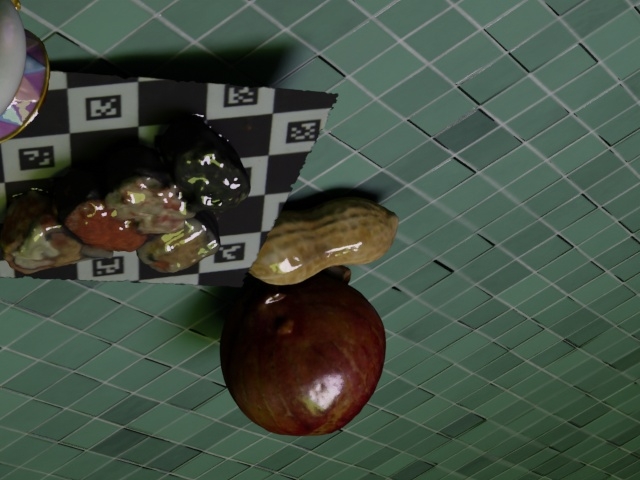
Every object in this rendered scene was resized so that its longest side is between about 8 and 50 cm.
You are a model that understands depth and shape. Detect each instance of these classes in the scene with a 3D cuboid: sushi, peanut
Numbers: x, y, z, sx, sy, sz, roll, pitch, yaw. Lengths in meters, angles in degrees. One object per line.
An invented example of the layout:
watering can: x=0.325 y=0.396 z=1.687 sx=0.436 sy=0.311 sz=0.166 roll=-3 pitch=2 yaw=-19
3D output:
sushi: x=-0.176 y=-0.024 z=1.599 sx=0.339 sy=0.069 sz=0.320 roll=3 pitch=143 yaw=-23
peanut: x=-0.001 y=0.001 z=1.832 sx=0.192 sy=0.089 sz=0.089 roll=-11 pitch=150 yaw=-22

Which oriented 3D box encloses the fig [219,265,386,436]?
fig: x=-0.026 y=0.115 z=1.920 sx=0.205 sy=0.205 sz=0.205 roll=-18 pitch=152 yaw=-10

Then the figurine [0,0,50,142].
figurine: x=-0.316 y=-0.161 z=1.250 sx=0.190 sy=0.142 sz=0.263 roll=-60 pitch=146 yaw=-1
